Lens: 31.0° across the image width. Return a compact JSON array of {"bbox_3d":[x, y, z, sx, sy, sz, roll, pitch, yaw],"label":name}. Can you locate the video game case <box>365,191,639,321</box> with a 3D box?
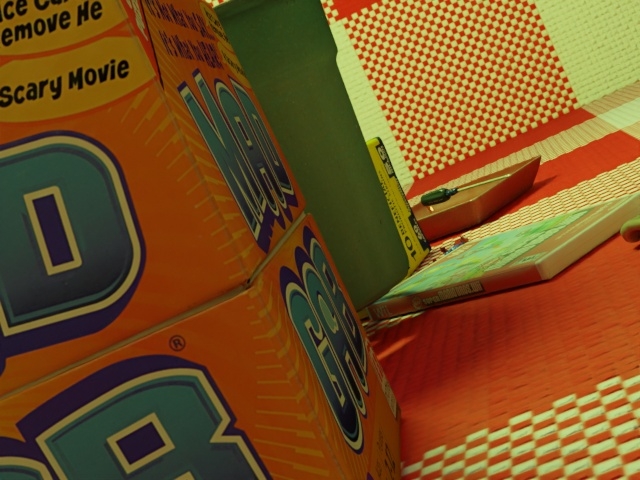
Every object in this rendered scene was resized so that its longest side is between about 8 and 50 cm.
[{"bbox_3d":[0.208,0.021,1.319,0.204,0.025,0.285,-29,6,-38],"label":"video game case"}]

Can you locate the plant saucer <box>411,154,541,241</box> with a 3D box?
[{"bbox_3d":[0.219,-0.049,1.913,0.258,0.047,0.259,-21,5,39],"label":"plant saucer"}]

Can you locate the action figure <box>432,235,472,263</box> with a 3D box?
[{"bbox_3d":[0.181,0.013,1.541,0.038,0.030,0.115,-28,1,24],"label":"action figure"}]

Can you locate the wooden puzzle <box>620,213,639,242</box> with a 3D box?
[{"bbox_3d":[0.423,-0.060,1.057,0.221,0.044,0.239,-27,1,-23],"label":"wooden puzzle"}]

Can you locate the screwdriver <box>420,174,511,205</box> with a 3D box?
[{"bbox_3d":[0.229,-0.085,1.829,0.170,0.025,0.024,-22,5,39],"label":"screwdriver"}]

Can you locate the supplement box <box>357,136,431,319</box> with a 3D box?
[{"bbox_3d":[0.000,0.000,1.588,0.195,0.194,0.356,-23,5,20],"label":"supplement box"}]

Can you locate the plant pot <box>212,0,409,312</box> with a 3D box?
[{"bbox_3d":[-0.081,-0.064,1.255,0.341,0.334,0.341,-26,5,3],"label":"plant pot"}]

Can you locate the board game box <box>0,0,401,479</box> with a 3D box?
[{"bbox_3d":[-0.179,0.071,0.736,0.356,0.356,0.356,-24,5,6],"label":"board game box"}]
